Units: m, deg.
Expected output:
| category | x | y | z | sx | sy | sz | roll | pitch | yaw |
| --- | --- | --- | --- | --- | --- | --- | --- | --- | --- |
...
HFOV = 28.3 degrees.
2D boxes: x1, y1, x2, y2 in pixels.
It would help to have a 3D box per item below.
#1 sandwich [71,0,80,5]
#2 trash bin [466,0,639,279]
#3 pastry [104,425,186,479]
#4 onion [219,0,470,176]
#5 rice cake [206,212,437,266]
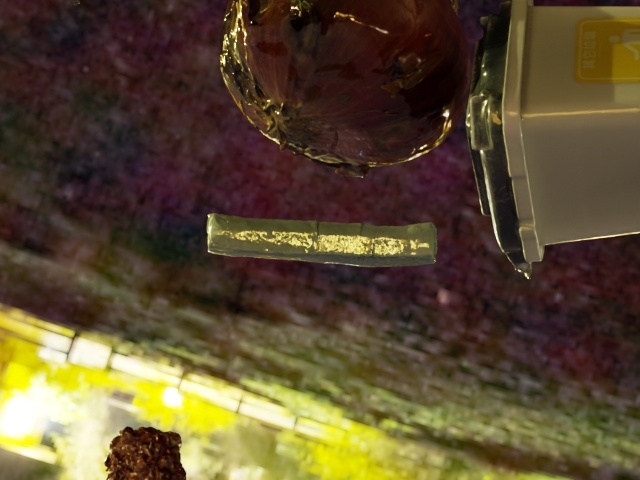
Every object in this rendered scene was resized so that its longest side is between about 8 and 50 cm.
| category | x | y | z | sx | sy | sz | roll | pitch | yaw |
| --- | --- | --- | --- | --- | --- | --- | --- | --- | --- |
| sandwich | -0.185 | -0.359 | 1.135 | 0.131 | 0.325 | 0.262 | 49 | 178 | 34 |
| trash bin | 0.367 | -0.123 | 1.460 | 0.368 | 0.255 | 0.296 | -3 | 135 | 15 |
| pastry | -0.260 | 0.380 | 1.895 | 0.115 | 0.208 | 0.097 | -15 | 160 | 20 |
| onion | 0.031 | -0.236 | 1.625 | 0.354 | 0.353 | 0.353 | 17 | 169 | 3 |
| rice cake | 0.000 | 0.000 | 1.332 | 0.245 | 0.045 | 0.042 | 4 | 166 | 6 |
